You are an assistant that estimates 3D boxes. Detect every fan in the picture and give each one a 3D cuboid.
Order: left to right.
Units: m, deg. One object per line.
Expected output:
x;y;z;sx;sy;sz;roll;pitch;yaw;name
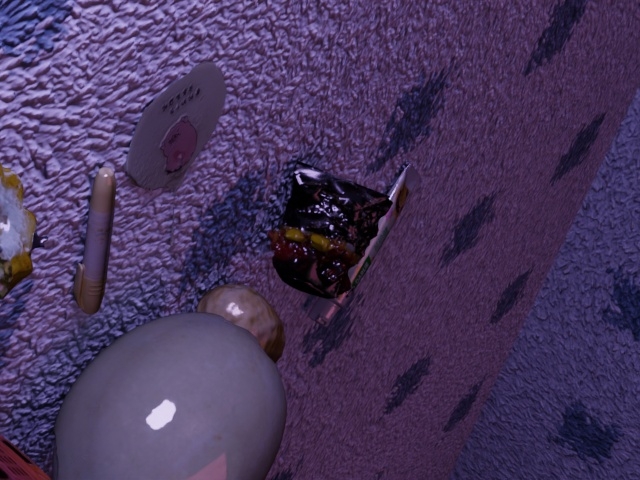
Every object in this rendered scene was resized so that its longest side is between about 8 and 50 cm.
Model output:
-0.176;-0.089;1.725;0.182;0.010;0.310;-42;156;-32;fan

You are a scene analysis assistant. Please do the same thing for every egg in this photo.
-0.208;0.259;1.819;0.336;0.278;0.278;-41;156;-33;egg

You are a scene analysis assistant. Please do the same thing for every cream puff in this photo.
-0.351;-0.010;1.323;0.121;0.156;0.156;-95;-164;-46;cream puff

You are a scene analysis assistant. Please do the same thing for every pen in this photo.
-0.267;0.004;1.646;0.040;0.032;0.233;-14;139;-27;pen

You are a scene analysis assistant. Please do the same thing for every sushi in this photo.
0.000;0.000;2.061;0.172;0.153;0.150;126;-16;-74;sushi

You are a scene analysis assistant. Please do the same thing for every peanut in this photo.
-0.118;0.139;2.060;0.129;0.129;0.224;-52;160;-6;peanut

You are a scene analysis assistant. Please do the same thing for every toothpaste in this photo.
0.078;0.008;2.407;0.314;0.056;0.058;-56;-160;-4;toothpaste

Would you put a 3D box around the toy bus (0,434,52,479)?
-0.489;0.400;1.537;0.427;0.203;0.233;-55;156;-3;toy bus
